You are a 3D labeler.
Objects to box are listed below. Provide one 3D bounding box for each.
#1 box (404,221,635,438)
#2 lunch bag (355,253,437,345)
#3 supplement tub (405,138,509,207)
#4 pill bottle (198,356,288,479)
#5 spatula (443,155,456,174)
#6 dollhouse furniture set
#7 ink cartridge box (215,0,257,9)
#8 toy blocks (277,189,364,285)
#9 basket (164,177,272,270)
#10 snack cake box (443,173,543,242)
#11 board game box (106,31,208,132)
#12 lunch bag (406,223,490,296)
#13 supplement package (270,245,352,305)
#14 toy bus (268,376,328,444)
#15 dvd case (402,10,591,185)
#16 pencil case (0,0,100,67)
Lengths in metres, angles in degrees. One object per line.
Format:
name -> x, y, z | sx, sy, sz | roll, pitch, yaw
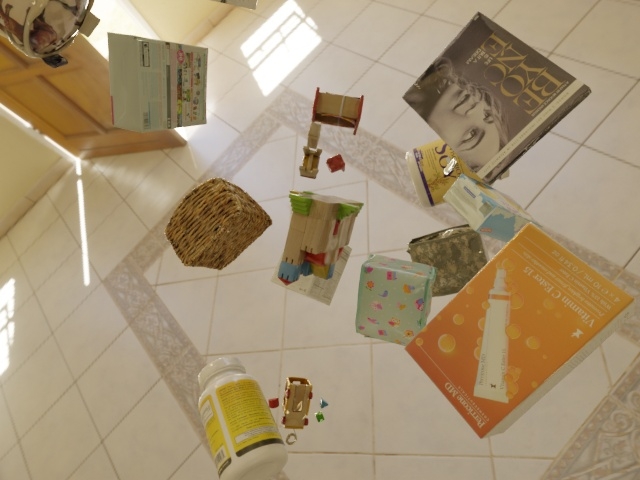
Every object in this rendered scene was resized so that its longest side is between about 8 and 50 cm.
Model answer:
box -> 0.374, 0.176, 0.835 | 0.345, 0.168, 0.215 | -49, 53, 11
lunch bag -> 0.227, 0.195, 1.336 | 0.223, 0.160, 0.262 | 10, 108, 17
supplement tub -> 0.514, -0.281, 1.641 | 0.331, 0.241, 0.241 | -19, 58, 17
pill bottle -> -0.237, 0.510, 1.238 | 0.188, 0.188, 0.334 | -37, 50, 2
spatula -> 0.451, -0.293, 1.387 | 0.019, 0.242, 0.168 | 35, 113, -3
dollhouse furniture set -> 0.044, -0.412, 1.754 | 0.201, 0.152, 0.374 | 11, 77, -1
ink cartridge box -> -0.283, -0.792, 1.307 | 0.203, 0.086, 0.148 | 9, 55, -9
toy blocks -> 0.000, 0.000, 1.303 | 0.190, 0.381, 0.261 | 18, 101, 20
basket -> -0.367, -0.061, 1.538 | 0.299, 0.223, 0.213 | -43, 69, 12
snack cake box -> 0.485, -0.079, 1.210 | 0.089, 0.264, 0.152 | -55, 44, 25
board game box -> -0.427, -0.425, 1.180 | 0.097, 0.303, 0.224 | 13, 111, 15
lunch bag -> 0.499, 0.080, 1.679 | 0.287, 0.169, 0.235 | -15, 99, 25
supplement package -> -0.033, 0.101, 1.801 | 0.199, 0.198, 0.263 | 16, 79, 35
toy bus -> -0.094, 0.610, 1.610 | 0.202, 0.191, 0.104 | -35, 10, -9
dvd case -> 0.234, -0.210, 0.622 | 0.164, 0.018, 0.221 | -46, 54, 23
pencil case -> -0.564, -0.450, 0.658 | 0.410, 0.183, 0.160 | 33, 90, -11
